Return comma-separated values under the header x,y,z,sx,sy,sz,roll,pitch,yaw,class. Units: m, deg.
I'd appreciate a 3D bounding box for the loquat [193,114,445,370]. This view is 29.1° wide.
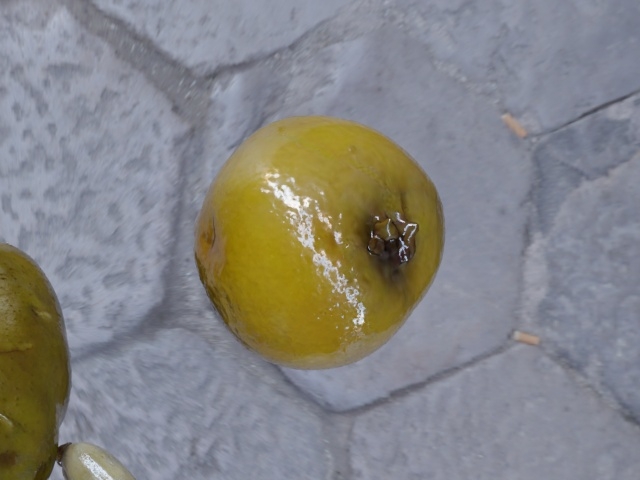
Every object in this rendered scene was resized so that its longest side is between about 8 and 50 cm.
x,y,z,sx,sy,sz,roll,pitch,yaw,class
0.000,0.000,1.002,0.208,0.208,0.208,1,86,-13,loquat

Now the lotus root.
x,y,z,sx,sy,sz,roll,pitch,yaw,class
-0.240,0.275,1.380,0.150,0.073,0.062,38,51,23,lotus root

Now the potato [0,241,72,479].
x,y,z,sx,sy,sz,roll,pitch,yaw,class
-0.388,0.152,1.396,0.195,0.176,0.369,-10,48,10,potato
